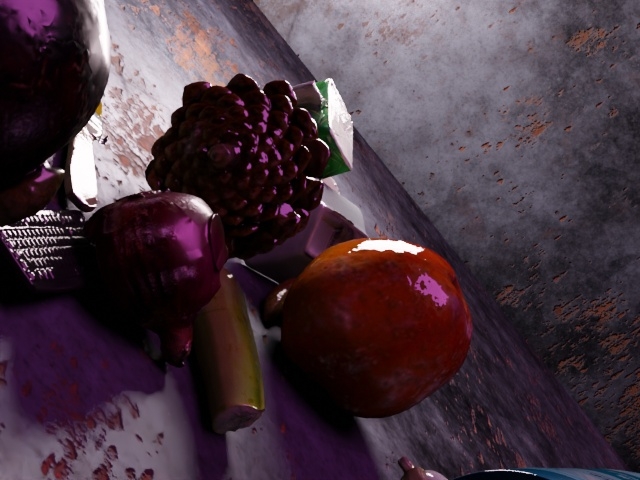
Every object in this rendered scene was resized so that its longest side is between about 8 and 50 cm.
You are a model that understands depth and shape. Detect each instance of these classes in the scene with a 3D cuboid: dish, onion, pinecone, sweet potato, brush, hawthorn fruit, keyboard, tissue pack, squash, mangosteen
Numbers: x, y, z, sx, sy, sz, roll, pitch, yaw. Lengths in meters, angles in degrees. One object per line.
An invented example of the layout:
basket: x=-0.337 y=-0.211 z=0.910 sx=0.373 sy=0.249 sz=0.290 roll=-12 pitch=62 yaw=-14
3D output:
dish: x=0.000 y=0.000 z=1.782 sx=0.080 sy=0.181 sz=0.243 roll=18 pitch=-8 yaw=33
onion: x=-0.160 y=0.036 z=1.222 sx=0.173 sy=0.135 sz=0.198 roll=-68 pitch=136 yaw=-77
pinecone: x=-0.119 y=-0.091 z=1.526 sx=0.264 sy=0.264 sz=0.264 roll=49 pitch=14 yaw=-16
sweet potato: x=-0.029 y=0.098 z=1.728 sx=0.255 sy=0.058 sz=0.078 roll=17 pitch=58 yaw=-62
brush: x=-0.305 y=-0.125 z=1.410 sx=0.085 sy=0.020 sz=0.336 roll=43 pitch=14 yaw=-29
hawthorn fruit: x=0.081 y=0.121 z=1.624 sx=0.284 sy=0.284 sz=0.284 roll=49 pitch=14 yaw=-16
keyboard: x=-0.283 y=0.011 z=1.102 sx=0.103 sy=0.041 sz=0.381 roll=54 pitch=13 yaw=3
tissue pack: x=-0.069 y=-0.184 z=1.859 sx=0.148 sy=0.209 sz=0.156 roll=-87 pitch=155 yaw=-47
squash: x=-0.116 y=0.125 z=1.319 sx=0.083 sy=0.083 sz=0.250 roll=41 pitch=21 yaw=-41
mangosteen: x=-0.316 y=-0.150 z=0.956 sx=0.288 sy=0.288 sz=0.288 roll=49 pitch=14 yaw=-16

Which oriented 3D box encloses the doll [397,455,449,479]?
doll: x=0.203 y=0.421 z=1.552 sx=0.296 sy=0.117 sz=0.141 roll=59 pitch=11 yaw=21

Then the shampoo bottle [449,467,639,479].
shampoo bottle: x=0.279 y=0.421 z=1.244 sx=0.343 sy=0.331 sz=0.331 roll=16 pitch=38 yaw=-54

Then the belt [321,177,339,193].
belt: x=-0.031 y=-0.053 z=1.942 sx=0.124 sy=0.128 sz=0.200 roll=41 pitch=26 yaw=-45
